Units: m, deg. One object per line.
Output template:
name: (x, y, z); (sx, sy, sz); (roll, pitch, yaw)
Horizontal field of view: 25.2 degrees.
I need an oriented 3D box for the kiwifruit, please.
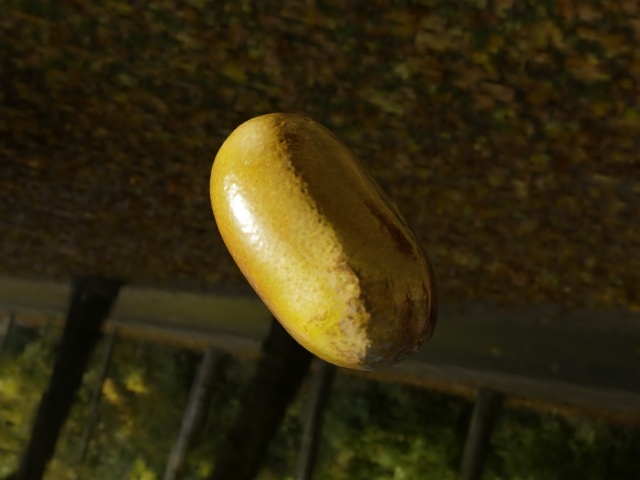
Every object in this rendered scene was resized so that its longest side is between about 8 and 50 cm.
kiwifruit: (0.000, 0.000, 0.607); (0.124, 0.075, 0.075); (56, -176, 15)
